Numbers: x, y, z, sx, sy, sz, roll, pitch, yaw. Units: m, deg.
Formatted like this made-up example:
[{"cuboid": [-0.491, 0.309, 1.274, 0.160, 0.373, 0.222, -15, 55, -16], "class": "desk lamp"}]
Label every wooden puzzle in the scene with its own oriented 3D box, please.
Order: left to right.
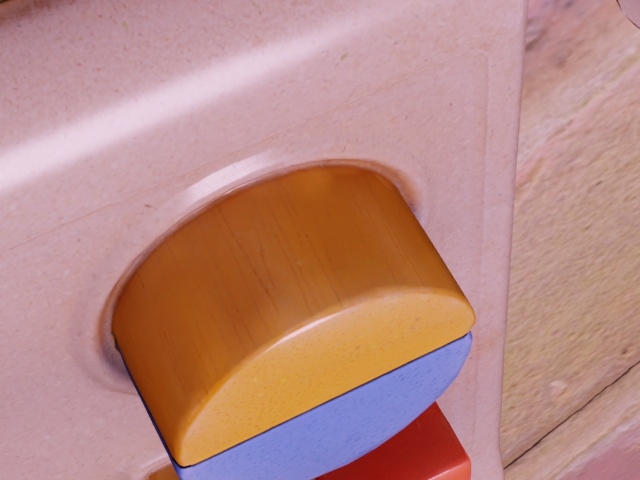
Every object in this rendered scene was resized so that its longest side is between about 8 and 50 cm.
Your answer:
[{"cuboid": [-0.075, 0.083, 0.555, 0.322, 0.080, 0.348, -24, 145, -11], "class": "wooden puzzle"}]

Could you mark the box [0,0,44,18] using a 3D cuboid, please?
[{"cuboid": [-0.106, -0.108, 0.511, 0.270, 0.165, 0.143, -10, 142, -28], "class": "box"}]

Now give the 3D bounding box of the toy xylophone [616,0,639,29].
[{"cuboid": [0.072, -0.198, 0.440, 0.322, 0.236, 0.081, -56, -169, -15], "class": "toy xylophone"}]
